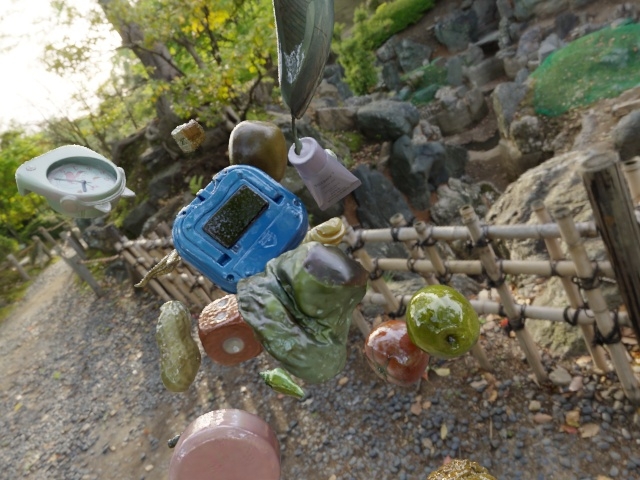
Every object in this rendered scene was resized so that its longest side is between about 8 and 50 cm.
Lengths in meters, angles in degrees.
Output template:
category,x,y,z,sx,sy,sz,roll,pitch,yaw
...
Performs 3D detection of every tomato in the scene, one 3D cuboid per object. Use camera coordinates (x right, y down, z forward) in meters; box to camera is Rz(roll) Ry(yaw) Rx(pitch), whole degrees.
category,x,y,z,sx,sy,sz,roll,pitch,yaw
tomato,0.315,0.448,1.784,0.265,0.264,0.265,-26,22,11

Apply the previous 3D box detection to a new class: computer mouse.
category,x,y,z,sx,sy,sz,roll,pitch,yaw
computer mouse,-0.022,-0.333,0.788,0.090,0.379,0.167,6,31,8

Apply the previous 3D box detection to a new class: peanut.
category,x,y,z,sx,sy,sz,roll,pitch,yaw
peanut,-0.453,0.332,1.399,0.130,0.290,0.130,-15,-17,-4

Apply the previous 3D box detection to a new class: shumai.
category,x,y,z,sx,sy,sz,roll,pitch,yaw
shumai,-0.011,0.126,1.002,0.263,0.309,0.304,-49,-3,11

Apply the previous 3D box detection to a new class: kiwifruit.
category,x,y,z,sx,sy,sz,roll,pitch,yaw
kiwifruit,-0.205,-0.275,1.457,0.196,0.233,0.196,4,29,-2

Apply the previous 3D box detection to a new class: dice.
category,x,y,z,sx,sy,sz,roll,pitch,yaw
dice,-0.282,0.282,1.432,0.175,0.173,0.179,-21,30,7

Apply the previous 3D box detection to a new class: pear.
category,x,y,z,sx,sy,sz,roll,pitch,yaw
pear,0.427,0.280,1.565,0.253,0.252,0.307,-24,18,15

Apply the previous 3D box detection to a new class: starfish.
category,x,y,z,sx,sy,sz,roll,pitch,yaw
starfish,-0.490,0.059,1.499,0.299,0.060,0.302,-31,3,-28

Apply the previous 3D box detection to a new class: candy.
category,x,y,z,sx,sy,sz,roll,pitch,yaw
candy,-0.215,0.502,0.980,0.255,0.255,0.094,-30,13,1

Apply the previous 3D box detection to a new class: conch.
category,x,y,z,sx,sy,sz,roll,pitch,yaw
conch,-0.141,0.527,1.629,0.201,0.095,0.079,30,73,16

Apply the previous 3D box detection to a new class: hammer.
category,x,y,z,sx,sy,sz,roll,pitch,yaw
hammer,-0.395,0.728,1.416,0.058,0.292,0.029,-27,24,-11

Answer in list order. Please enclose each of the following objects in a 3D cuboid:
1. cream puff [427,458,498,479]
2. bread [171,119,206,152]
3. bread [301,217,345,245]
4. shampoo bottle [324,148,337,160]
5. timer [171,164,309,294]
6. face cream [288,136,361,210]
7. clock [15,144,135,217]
category,x,y,z,sx,sy,sz,roll,pitch,yaw
cream puff,0.409,0.840,1.344,0.231,0.327,0.343,27,76,48
bread,-0.419,-0.331,1.407,0.077,0.083,0.070,-6,40,31
bread,0.000,0.000,1.932,0.173,0.121,0.311,-26,-4,-27
shampoo bottle,0.038,-0.243,1.434,0.034,0.049,0.141,-35,39,22
timer,-0.217,-0.037,1.223,0.340,0.309,0.115,-52,-5,-21
face cream,0.008,-0.189,1.296,0.154,0.274,0.096,-38,55,9
clock,-0.801,-0.183,1.478,0.265,0.324,0.108,-54,-10,-52
